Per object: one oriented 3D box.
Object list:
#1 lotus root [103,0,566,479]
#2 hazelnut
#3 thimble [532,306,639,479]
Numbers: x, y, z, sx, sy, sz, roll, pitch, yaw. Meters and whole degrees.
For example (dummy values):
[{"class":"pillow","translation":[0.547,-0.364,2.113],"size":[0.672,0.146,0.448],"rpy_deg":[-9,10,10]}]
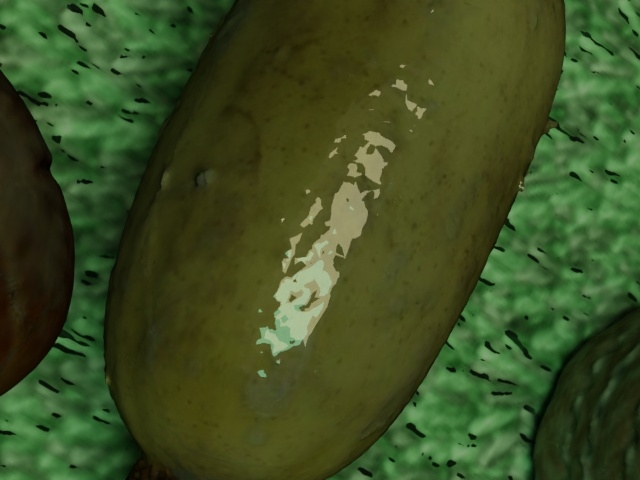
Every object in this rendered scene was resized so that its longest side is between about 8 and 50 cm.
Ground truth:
[{"class":"lotus root","translation":[0.000,0.000,0.630],"size":[0.151,0.169,0.342],"rpy_deg":[20,80,20]},{"class":"hazelnut","translation":[-0.185,-0.007,0.552],"size":[0.182,0.182,0.182],"rpy_deg":[0,91,-22]},{"class":"thimble","translation":[0.237,0.133,0.741],"size":[0.229,0.148,0.196],"rpy_deg":[37,78,-17]}]
